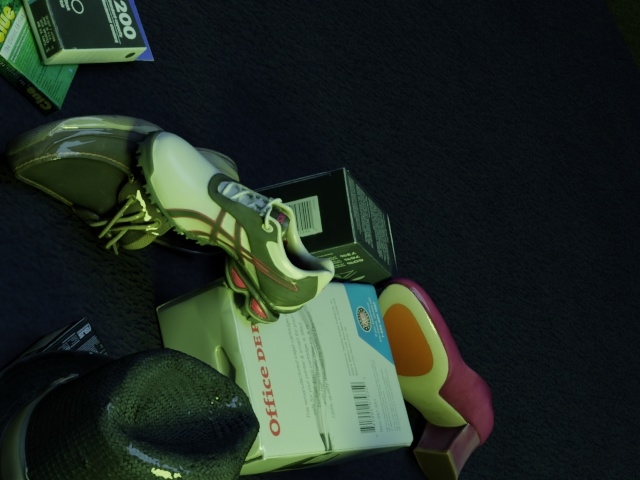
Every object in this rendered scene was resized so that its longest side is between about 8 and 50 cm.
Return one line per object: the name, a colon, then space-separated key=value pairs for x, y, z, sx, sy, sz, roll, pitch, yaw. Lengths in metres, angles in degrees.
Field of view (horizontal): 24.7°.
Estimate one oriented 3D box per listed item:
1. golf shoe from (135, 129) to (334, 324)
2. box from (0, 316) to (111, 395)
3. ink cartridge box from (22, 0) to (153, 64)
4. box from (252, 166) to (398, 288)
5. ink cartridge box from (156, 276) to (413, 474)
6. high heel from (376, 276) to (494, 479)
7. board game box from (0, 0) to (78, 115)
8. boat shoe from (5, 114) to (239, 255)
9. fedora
golf shoe: x=-0.096 y=-0.033 z=1.687 sx=0.273 sy=0.120 sz=0.105 roll=49 pitch=37 yaw=-16
box: x=-0.284 y=0.191 z=1.549 sx=0.147 sy=0.077 sz=0.180 roll=60 pitch=35 yaw=-10
ink cartridge box: x=-0.292 y=-0.322 z=1.814 sx=0.208 sy=0.045 sz=0.206 roll=-13 pitch=81 yaw=-57
box: x=0.000 y=0.000 z=1.934 sx=0.207 sy=0.153 sz=0.108 roll=43 pitch=36 yaw=-66
ink cartridge box: x=-0.042 y=0.173 z=1.847 sx=0.307 sy=0.129 sz=0.223 roll=5 pitch=67 yaw=-52
high heel: x=0.166 y=0.163 z=2.089 sx=0.181 sy=0.127 sz=0.377 roll=-57 pitch=145 yaw=-42
board game box: x=-0.337 y=-0.286 z=1.796 sx=0.136 sy=0.030 sz=0.259 roll=47 pitch=39 yaw=-31
boat shoe: x=-0.216 y=-0.056 z=1.739 sx=0.355 sy=0.132 sz=0.130 roll=12 pitch=62 yaw=-49
fedora: x=-0.167 y=0.206 z=1.440 sx=0.334 sy=0.152 sz=0.334 roll=36 pitch=31 yaw=-26
